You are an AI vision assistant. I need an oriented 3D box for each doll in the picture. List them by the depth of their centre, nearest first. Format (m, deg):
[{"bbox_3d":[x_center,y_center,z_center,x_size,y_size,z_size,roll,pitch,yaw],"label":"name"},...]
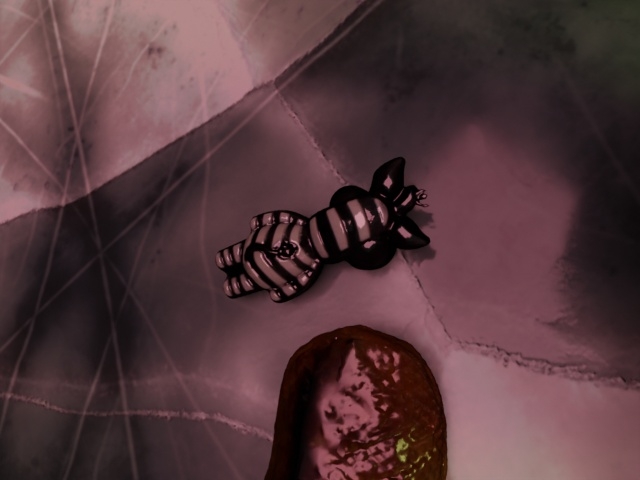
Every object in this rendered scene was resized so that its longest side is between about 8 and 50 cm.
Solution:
[{"bbox_3d":[0.000,0.000,0.473,0.219,0.067,0.091,-21,79,18],"label":"doll"}]

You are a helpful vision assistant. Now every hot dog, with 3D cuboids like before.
[{"bbox_3d":[0.026,0.185,0.416,0.161,0.099,0.226,8,82,17],"label":"hot dog"}]
